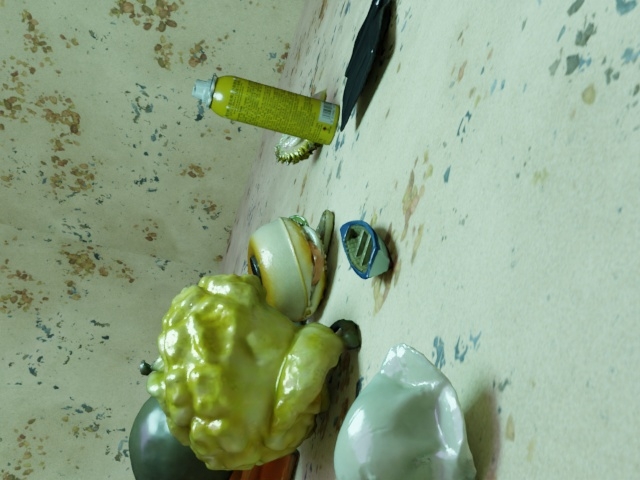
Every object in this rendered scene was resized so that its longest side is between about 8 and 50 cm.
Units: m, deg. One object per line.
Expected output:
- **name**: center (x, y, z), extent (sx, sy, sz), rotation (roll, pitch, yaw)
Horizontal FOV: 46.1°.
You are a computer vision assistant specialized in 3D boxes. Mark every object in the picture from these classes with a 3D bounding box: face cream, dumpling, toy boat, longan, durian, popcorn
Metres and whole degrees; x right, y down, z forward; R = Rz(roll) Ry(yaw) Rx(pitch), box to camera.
- **face cream**: center (-0.134, -0.321, 1.810), extent (0.105, 0.348, 0.105), rotation (-167, 90, -78)
- **dumpling**: center (0.091, 0.227, 0.767), extent (0.151, 0.124, 0.229), rotation (28, 114, 41)
- **toy boat**: center (0.071, 0.009, 1.224), extent (0.229, 0.045, 0.080), rotation (-123, 47, -75)
- **longan**: center (-0.259, 0.398, 1.458), extent (0.248, 0.248, 0.248), rotation (-167, 90, -78)
- **durian**: center (-0.027, -0.281, 1.927), extent (0.224, 0.078, 0.140), rotation (-60, -27, 12)
- **popcorn**: center (-0.107, 0.211, 1.278), extent (0.349, 0.381, 0.349), rotation (-20, -90, -76)

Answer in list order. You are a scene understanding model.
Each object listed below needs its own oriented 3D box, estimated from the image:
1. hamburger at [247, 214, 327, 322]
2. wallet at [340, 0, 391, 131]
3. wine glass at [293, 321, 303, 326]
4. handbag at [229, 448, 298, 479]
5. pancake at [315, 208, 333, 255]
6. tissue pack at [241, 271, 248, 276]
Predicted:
- **hamburger**: center (-0.068, 0.061, 1.550), extent (0.237, 0.147, 0.237), rotation (169, 90, -72)
- **wallet**: center (0.098, -0.414, 1.580), extent (0.247, 0.041, 0.323), rotation (119, 164, -51)
- **wine glass**: center (-0.073, 0.142, 1.686), extent (0.196, 0.079, 0.079), rotation (-87, 15, -45)
- **handbag**: center (-0.155, 0.502, 1.608), extent (0.410, 0.116, 0.304), rotation (-157, 83, -78)
- **pancake**: center (0.000, 0.000, 1.631), extent (0.139, 0.022, 0.140), rotation (-166, 90, -78)
- **tissue pack**: center (-0.185, 0.194, 2.050), extent (0.271, 0.124, 0.202), rotation (146, 135, -75)
